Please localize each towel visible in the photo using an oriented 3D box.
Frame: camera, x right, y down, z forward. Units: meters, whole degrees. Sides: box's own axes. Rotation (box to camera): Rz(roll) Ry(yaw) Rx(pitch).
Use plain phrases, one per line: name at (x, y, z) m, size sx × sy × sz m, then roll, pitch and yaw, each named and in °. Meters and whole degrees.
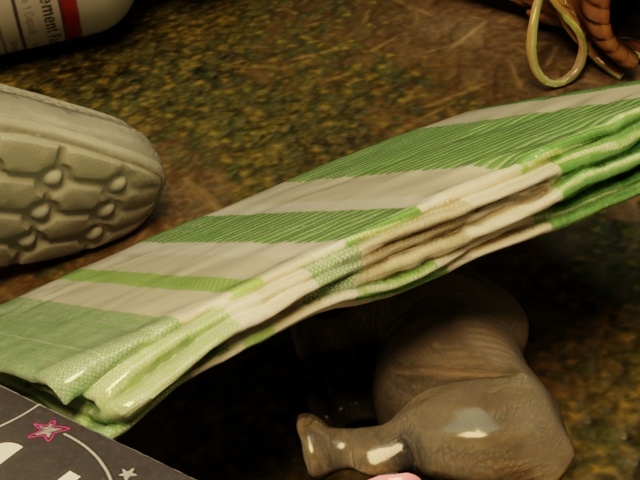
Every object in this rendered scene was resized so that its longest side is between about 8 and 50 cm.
towel at (0.000, 0.000, 0.599) m, size 0.325 × 0.038 × 0.248 m, roll -25°, pitch 11°, yaw -24°

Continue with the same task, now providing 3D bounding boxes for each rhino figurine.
rhino figurine at (0.043, 0.052, 0.601) m, size 0.106 × 0.073 × 0.243 m, roll -12°, pitch 28°, yaw 2°

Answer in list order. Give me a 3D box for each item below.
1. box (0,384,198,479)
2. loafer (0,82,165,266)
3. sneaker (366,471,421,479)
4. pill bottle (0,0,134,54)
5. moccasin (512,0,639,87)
box at (-0.064, 0.161, 0.383) m, size 0.247 × 0.163 × 0.142 m, roll 18°, pitch 41°, yaw 31°
loafer at (-0.234, -0.058, 0.693) m, size 0.319 × 0.112 × 0.111 m, roll 7°, pitch 42°, yaw -33°
sneaker at (0.046, 0.091, 0.284) m, size 0.119 × 0.057 × 0.047 m, roll 29°, pitch 43°, yaw 32°
pill bottle at (-0.267, -0.236, 0.931) m, size 0.408 × 0.229 × 0.229 m, roll -15°, pitch 36°, yaw -10°
moccasin at (0.204, -0.168, 0.842) m, size 0.380 × 0.139 × 0.147 m, roll 30°, pitch 40°, yaw 29°
